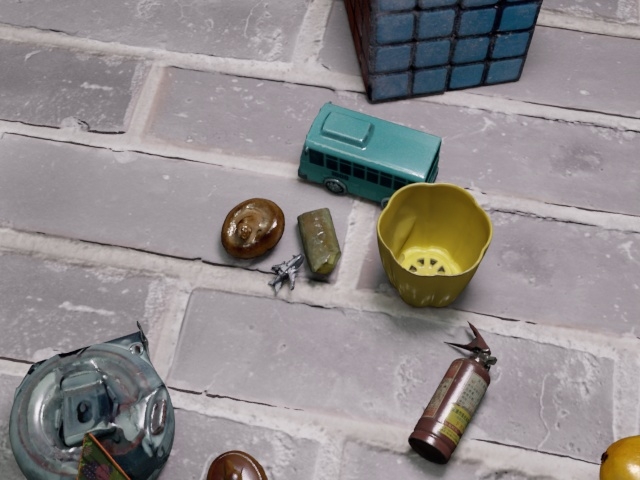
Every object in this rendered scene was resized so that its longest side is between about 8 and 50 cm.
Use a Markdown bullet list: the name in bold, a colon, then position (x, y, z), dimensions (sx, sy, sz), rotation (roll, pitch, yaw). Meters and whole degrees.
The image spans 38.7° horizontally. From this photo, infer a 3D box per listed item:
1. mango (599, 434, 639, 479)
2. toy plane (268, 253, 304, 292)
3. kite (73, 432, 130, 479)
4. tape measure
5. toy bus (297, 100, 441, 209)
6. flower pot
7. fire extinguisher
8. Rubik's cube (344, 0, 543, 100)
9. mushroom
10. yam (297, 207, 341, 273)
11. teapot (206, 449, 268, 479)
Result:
- **mango**: position (0.564, 0.385, 1.421), dimensions (0.262, 0.109, 0.157), rotation (16, 51, 4)
- **toy plane**: position (-0.060, 0.055, 1.652), dimensions (0.083, 0.031, 0.078), rotation (-51, 45, 3)
- **kite**: position (-0.320, 0.443, 1.375), dimensions (0.234, 0.016, 0.321), rotation (9, 98, -24)
- **tape measure**: position (-0.368, 0.287, 1.466), dimensions (0.256, 0.147, 0.275), rotation (-17, 60, -9)
- **toy bus**: position (0.091, -0.158, 1.723), dimensions (0.256, 0.147, 0.128), rotation (19, 60, 11)
- **flower pot**: position (0.192, 0.024, 1.594), dimensions (0.195, 0.179, 0.195), rotation (0, 58, 1)
- **fire extinguisher**: position (0.222, 0.241, 1.526), dimensions (0.106, 0.075, 0.252), rotation (26, 64, 16)
- **Rubik's cube**: position (0.230, -0.527, 1.823), dimensions (0.337, 0.344, 0.343), rotation (-9, 61, -3)
- **mushroom**: position (-0.124, -0.021, 1.681), dimensions (0.126, 0.085, 0.109), rotation (-22, 31, 5)
- **yam**: position (0.000, 0.000, 1.677), dimensions (0.070, 0.069, 0.146), rotation (-12, 61, -6)
- **teapot**: position (-0.130, 0.392, 1.439), dimensions (0.098, 0.078, 0.129), rotation (-19, 61, -10)
